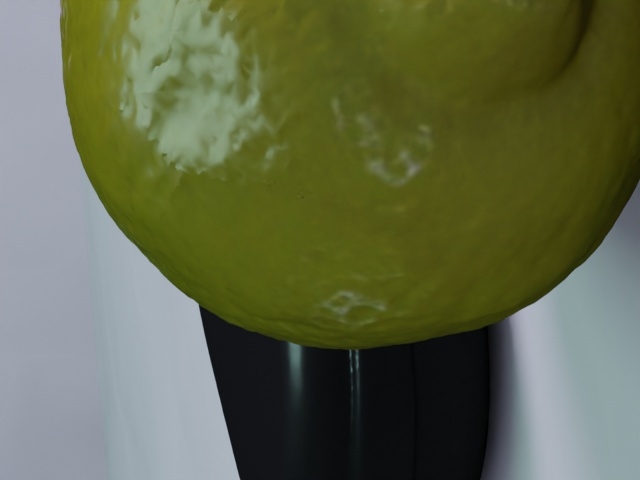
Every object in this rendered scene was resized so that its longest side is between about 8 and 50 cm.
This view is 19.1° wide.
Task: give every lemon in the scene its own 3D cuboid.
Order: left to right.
[{"bbox_3d":[0.009,-0.059,0.572,0.248,0.184,0.184,-175,79,-78],"label":"lemon"}]

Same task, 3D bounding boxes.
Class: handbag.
[{"bbox_3d":[0.001,0.000,0.867,0.308,0.093,0.254,-107,17,-45],"label":"handbag"}]
